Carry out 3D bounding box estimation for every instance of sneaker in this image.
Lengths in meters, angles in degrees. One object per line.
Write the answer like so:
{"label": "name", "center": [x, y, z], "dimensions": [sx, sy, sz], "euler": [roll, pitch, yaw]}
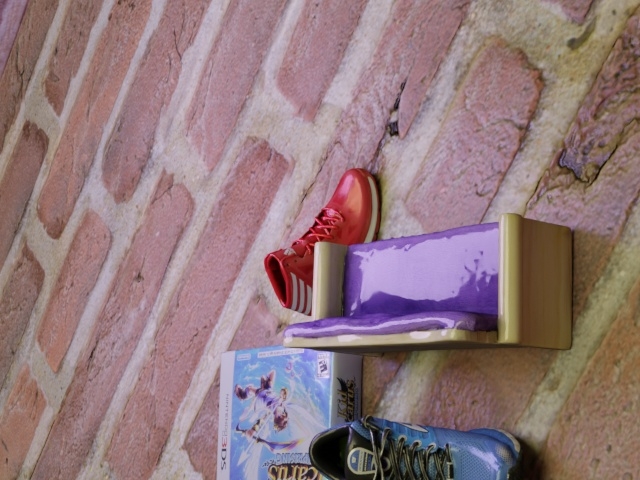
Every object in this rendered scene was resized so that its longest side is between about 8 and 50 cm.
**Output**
{"label": "sneaker", "center": [0.107, 0.281, 1.497], "dimensions": [0.330, 0.147, 0.130], "euler": [-6, 77, 50]}
{"label": "sneaker", "center": [0.000, 0.000, 1.714], "dimensions": [0.087, 0.128, 0.221], "euler": [13, 92, 52]}

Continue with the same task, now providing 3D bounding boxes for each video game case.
{"label": "video game case", "center": [-0.049, 0.273, 1.767], "dimensions": [0.269, 0.061, 0.244], "euler": [-13, 72, 49]}

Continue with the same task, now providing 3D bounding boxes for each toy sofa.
{"label": "toy sofa", "center": [0.119, 0.060, 1.512], "dimensions": [0.362, 0.177, 0.150], "euler": [-9, 75, 51]}
